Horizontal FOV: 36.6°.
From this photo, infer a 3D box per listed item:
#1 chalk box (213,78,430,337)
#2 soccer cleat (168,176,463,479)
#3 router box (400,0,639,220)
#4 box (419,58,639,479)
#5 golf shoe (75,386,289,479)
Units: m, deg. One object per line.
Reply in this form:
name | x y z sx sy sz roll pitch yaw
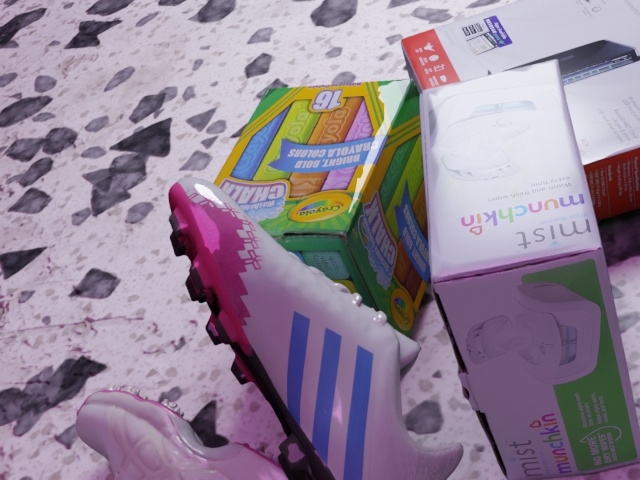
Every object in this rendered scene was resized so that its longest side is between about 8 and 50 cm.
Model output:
chalk box | 0.000 0.000 0.965 0.179 0.180 0.289 0 48 28
soccer cleat | -0.007 0.078 0.797 0.143 0.116 0.331 -27 76 -14
router box | 0.274 -0.160 1.083 0.301 0.082 0.335 -18 41 3
box | 0.172 0.029 0.808 0.127 0.262 0.231 -13 41 14
golf shoe | -0.138 0.228 0.870 0.306 0.115 0.140 15 58 39
